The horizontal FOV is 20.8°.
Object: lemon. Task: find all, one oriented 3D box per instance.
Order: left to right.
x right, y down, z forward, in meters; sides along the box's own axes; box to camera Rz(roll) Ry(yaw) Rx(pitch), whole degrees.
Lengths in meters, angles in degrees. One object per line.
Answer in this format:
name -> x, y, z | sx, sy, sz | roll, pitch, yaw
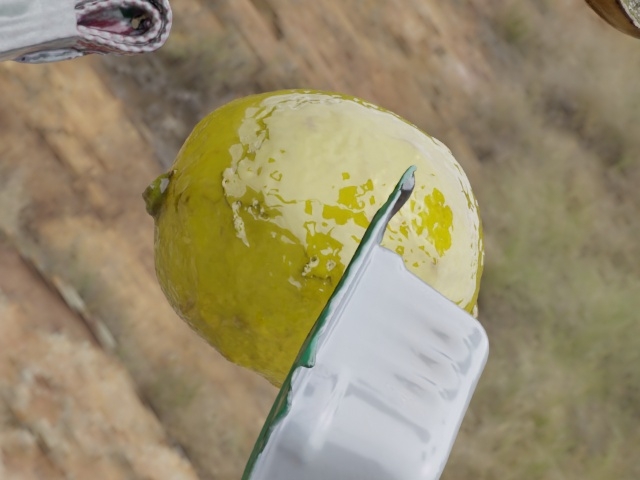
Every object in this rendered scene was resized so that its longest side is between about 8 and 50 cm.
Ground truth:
lemon -> 0.002, 0.001, 1.457 | 0.284, 0.260, 0.260 | 30, 20, 8

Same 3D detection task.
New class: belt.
belt -> -0.196, -0.112, 0.925 | 0.053, 0.232, 0.071 | 142, -66, -71

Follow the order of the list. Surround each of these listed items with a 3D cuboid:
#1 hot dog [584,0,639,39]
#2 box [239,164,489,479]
hot dog -> 0.170, -0.160, 0.911 | 0.140, 0.090, 0.060 | 56, 6, -39
box -> 0.011, 0.156, 1.112 | 0.106, 0.336, 0.264 | 25, 36, 3
